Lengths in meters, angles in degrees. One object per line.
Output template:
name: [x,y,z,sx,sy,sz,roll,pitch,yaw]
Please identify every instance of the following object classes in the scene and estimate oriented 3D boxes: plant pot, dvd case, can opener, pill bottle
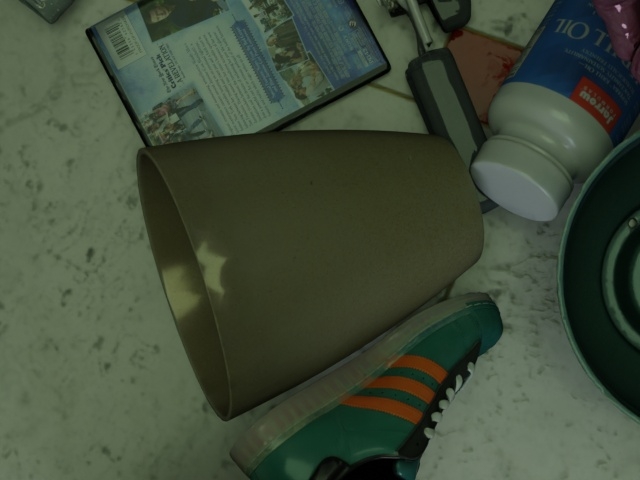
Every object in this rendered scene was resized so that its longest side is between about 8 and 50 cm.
plant pot: [0.351,0.036,1.334,0.293,0.196,0.293,0,87,3]
plant pot: [0.000,0.000,1.346,0.274,0.256,0.257,-18,87,-15]
dvd case: [-0.081,-0.188,1.448,0.253,0.022,0.180,-28,88,1]
can opener: [0.124,-0.163,1.413,0.093,0.074,0.280,-18,87,1]
pill bottle: [0.232,-0.131,1.356,0.124,0.124,0.222,31,73,3]

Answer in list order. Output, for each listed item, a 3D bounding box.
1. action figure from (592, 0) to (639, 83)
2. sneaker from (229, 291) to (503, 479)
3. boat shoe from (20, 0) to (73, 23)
action figure: [0.298,-0.231,1.233,0.248,0.276,0.370,15,65,-6]
sneaker: [0.068,0.161,1.342,0.302,0.108,0.121,-31,71,-25]
boat shoe: [-0.340,-0.290,1.434,0.227,0.079,0.081,31,85,0]
